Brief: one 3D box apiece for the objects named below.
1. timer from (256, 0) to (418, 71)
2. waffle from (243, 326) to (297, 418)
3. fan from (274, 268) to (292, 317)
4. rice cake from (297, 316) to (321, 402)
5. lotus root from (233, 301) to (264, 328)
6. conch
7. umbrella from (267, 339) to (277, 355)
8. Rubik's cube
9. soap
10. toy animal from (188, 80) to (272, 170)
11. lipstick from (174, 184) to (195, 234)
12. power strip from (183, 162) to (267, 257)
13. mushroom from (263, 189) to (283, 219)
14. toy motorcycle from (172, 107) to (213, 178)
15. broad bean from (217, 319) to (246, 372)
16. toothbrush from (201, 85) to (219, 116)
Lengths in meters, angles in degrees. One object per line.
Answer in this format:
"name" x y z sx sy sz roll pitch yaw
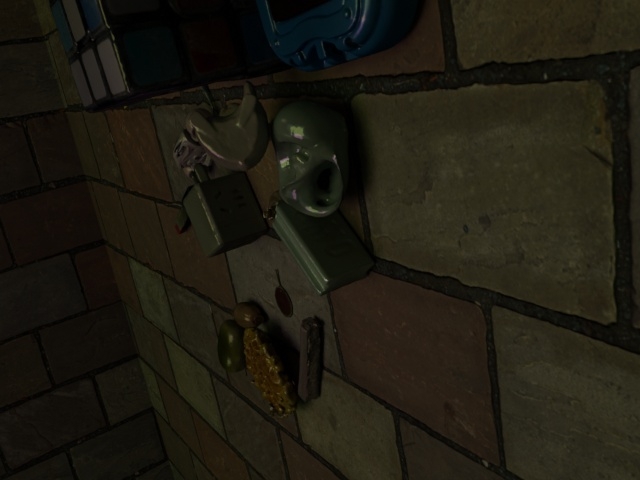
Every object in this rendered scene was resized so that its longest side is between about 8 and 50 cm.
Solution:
"timer" -0.001 -0.427 0.948 0.340 0.115 0.309 7 117 57
"waffle" -0.143 0.351 1.667 0.262 0.060 0.280 68 157 0
"fan" -0.099 0.133 1.564 0.085 0.005 0.133 16 123 56
"rice cake" -0.028 0.292 1.501 0.055 0.049 0.270 -122 27 -47
"lotus root" -0.207 0.208 1.731 0.150 0.062 0.073 6 112 56
"conch" -0.010 -0.148 1.125 0.185 0.121 0.221 50 151 39
"umbrella" -0.128 0.331 1.716 0.027 0.025 0.165 -19 95 45
"Rubik's cube" -0.307 -0.456 1.189 0.362 0.359 0.363 13 118 54
"soap" 0.000 0.000 1.202 0.198 0.119 0.066 55 145 24
"toy animal" -0.163 -0.218 1.201 0.138 0.140 0.282 61 -176 -18
"lipstick" -0.406 -0.086 1.892 0.051 0.051 0.312 64 151 8
"power strip" -0.249 -0.089 1.542 0.139 0.140 0.224 -33 78 61
"mushroom" -0.091 -0.065 1.352 0.085 0.079 0.085 40 142 40
"toy motorcycle" -0.330 -0.241 1.603 0.112 0.112 0.254 58 154 20
"broad bean" -0.267 0.324 1.898 0.124 0.082 0.174 28 121 49
"toothbrush" -0.293 -0.390 1.552 0.219 0.016 0.019 69 159 -1
